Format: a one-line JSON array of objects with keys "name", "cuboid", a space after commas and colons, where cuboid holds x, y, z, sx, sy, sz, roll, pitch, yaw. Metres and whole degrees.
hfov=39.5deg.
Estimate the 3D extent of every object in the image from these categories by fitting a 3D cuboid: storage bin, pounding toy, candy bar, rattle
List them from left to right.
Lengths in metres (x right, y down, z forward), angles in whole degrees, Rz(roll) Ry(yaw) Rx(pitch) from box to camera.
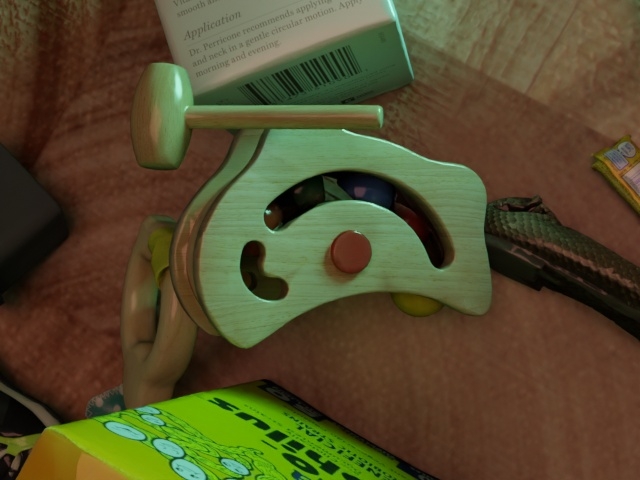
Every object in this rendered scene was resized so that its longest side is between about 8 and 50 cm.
[{"name": "storage bin", "cuboid": [-0.274, -0.020, 0.723, 0.091, 0.098, 0.135, -40, 76, -23]}, {"name": "rattle", "cuboid": [-0.097, 0.084, 0.702, 0.130, 0.142, 0.200, 21, 106, 44]}, {"name": "pounding toy", "cuboid": [0.000, 0.000, 0.566, 0.269, 0.155, 0.154, 16, 86, -23]}, {"name": "candy bar", "cuboid": [0.259, -0.010, 0.645, 0.040, 0.018, 0.161, -39, 78, 2]}]

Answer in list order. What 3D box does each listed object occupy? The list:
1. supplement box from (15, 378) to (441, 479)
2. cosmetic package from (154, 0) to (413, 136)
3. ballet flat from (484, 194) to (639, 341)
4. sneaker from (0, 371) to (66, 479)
[{"name": "supplement box", "cuboid": [-0.040, 0.215, 0.510, 0.194, 0.356, 0.195, 27, 91, 12]}, {"name": "cosmetic package", "cuboid": [-0.034, -0.192, 0.654, 0.151, 0.151, 0.184, -18, 82, 9]}, {"name": "ballet flat", "cuboid": [0.223, 0.035, 0.623, 0.249, 0.084, 0.058, 27, 75, 17]}, {"name": "sneaker", "cuboid": [-0.286, 0.144, 0.691, 0.234, 0.097, 0.084, 38, 113, 16]}]
